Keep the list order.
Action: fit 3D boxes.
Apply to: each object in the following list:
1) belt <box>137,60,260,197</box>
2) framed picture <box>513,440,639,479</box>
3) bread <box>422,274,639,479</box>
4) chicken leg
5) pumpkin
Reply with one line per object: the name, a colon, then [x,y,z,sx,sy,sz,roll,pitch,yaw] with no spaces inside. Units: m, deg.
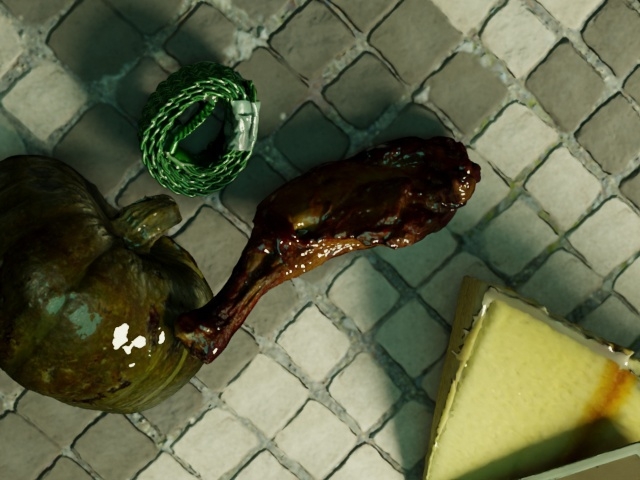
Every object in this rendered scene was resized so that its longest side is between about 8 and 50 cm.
belt: [-0.132,-0.127,1.496,0.121,0.079,0.151,28,109,-22]
framed picture: [0.308,0.328,1.566,0.273,0.016,0.216,-25,119,35]
bread: [0.269,0.266,1.556,0.345,0.242,0.405,17,98,-4]
chicken leg: [0.000,0.000,1.487,0.407,0.158,0.096,-31,133,-22]
pumpkin: [-0.239,0.049,1.445,0.325,0.232,0.242,37,93,-16]
